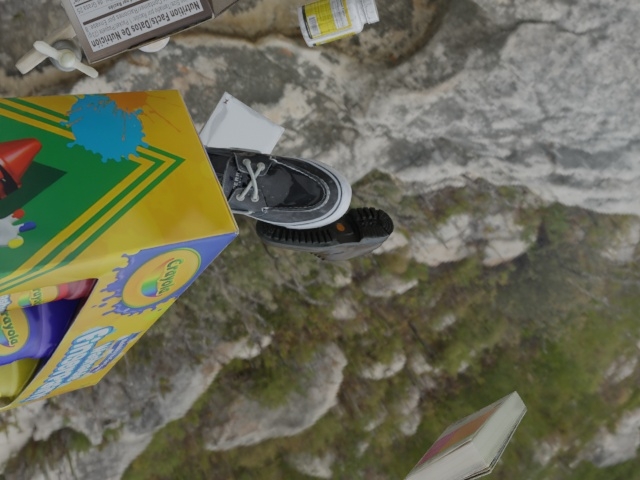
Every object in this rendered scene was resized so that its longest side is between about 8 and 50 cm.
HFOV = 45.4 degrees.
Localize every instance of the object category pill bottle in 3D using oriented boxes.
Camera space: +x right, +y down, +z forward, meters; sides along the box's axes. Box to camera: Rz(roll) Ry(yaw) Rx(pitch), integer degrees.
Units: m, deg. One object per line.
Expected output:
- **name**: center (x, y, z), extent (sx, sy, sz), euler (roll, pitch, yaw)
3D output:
- **pill bottle**: center (0.028, -0.343, 1.172), extent (0.116, 0.065, 0.065), euler (-13, 140, 11)

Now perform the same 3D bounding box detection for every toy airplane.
- **toy airplane**: center (-0.420, -0.502, 1.587), extent (0.386, 0.384, 0.272), euler (-32, 102, 38)

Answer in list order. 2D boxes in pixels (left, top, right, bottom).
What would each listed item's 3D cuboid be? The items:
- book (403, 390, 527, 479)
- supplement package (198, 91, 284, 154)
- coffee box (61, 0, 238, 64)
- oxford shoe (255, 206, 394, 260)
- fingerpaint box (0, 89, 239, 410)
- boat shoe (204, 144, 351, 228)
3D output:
- **book**: center (0.146, 0.206, 0.778), extent (0.096, 0.035, 0.144), euler (-36, 172, 30)
- **supplement package**: center (-0.173, -0.199, 1.535), extent (0.139, 0.244, 0.134), euler (31, 91, -11)
- **coffee box**: center (-0.151, -0.263, 0.527), extent (0.098, 0.141, 0.247), euler (-17, 111, 10)
- **oxford shoe**: center (0.000, 0.000, 1.231), extent (0.227, 0.083, 0.096), euler (4, 144, -22)
- **fingerpaint box**: center (-0.345, 0.056, 0.724), extent (0.371, 0.163, 0.445), euler (-12, 161, -39)
- **boat shoe**: center (-0.107, -0.087, 1.118), extent (0.102, 0.301, 0.108), euler (4, 100, -70)
